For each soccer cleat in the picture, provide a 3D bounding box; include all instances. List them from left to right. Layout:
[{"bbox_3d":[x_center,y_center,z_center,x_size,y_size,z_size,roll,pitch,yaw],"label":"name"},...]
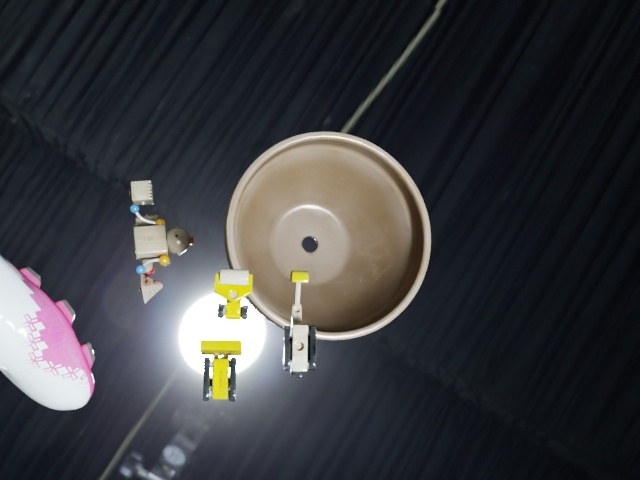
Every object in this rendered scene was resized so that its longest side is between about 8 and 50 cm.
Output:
[{"bbox_3d":[-0.349,0.047,0.754,0.116,0.143,0.331,-22,105,44],"label":"soccer cleat"}]

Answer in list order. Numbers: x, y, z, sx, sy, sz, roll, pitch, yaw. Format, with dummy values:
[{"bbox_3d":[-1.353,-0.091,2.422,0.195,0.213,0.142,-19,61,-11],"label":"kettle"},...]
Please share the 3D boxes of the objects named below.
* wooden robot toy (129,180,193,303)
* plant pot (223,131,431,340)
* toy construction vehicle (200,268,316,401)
[{"bbox_3d":[-0.212,0.000,1.098,0.079,0.173,0.076,-7,153,-9],"label":"wooden robot toy"},{"bbox_3d":[0.000,0.000,0.952,0.237,0.237,0.110,33,165,-9],"label":"plant pot"},{"bbox_3d":[-0.047,0.071,0.613,0.086,0.098,0.035,-1,170,-6],"label":"toy construction vehicle"}]
